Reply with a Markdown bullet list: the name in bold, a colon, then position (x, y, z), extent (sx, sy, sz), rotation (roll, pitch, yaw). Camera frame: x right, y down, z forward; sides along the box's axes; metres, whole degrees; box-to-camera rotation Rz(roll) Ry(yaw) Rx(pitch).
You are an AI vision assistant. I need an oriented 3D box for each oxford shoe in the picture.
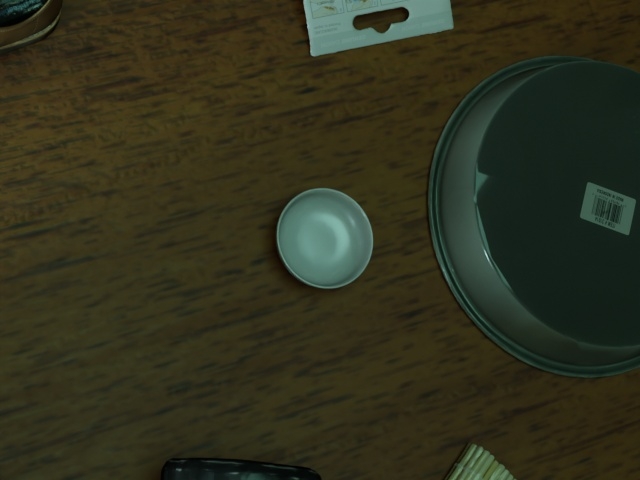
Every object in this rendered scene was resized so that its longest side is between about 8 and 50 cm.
- **oxford shoe**: position (-0.291, -0.155, 1.016), extent (0.212, 0.076, 0.076), rotation (-33, 93, -19)

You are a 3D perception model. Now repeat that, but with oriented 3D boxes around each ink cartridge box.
- **ink cartridge box**: position (0.034, -0.261, 1.174), extent (0.145, 0.045, 0.179), rotation (-14, 103, -21)

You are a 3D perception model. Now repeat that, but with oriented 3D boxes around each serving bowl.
- **serving bowl**: position (0.000, 0.000, 1.109), extent (0.083, 0.027, 0.083), rotation (3, 79, -19)

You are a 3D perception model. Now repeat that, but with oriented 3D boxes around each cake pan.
- **cake pan**: position (0.238, -0.028, 1.181), extent (0.293, 0.054, 0.293), rotation (3, 79, -18)

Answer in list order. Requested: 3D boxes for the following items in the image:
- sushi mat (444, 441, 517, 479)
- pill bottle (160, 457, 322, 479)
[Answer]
- **sushi mat**: position (0.091, 0.333, 1.082), extent (0.151, 0.019, 0.316), rotation (41, 70, -9)
- **pill bottle**: position (-0.065, 0.273, 0.984), extent (0.122, 0.123, 0.219), rotation (8, 77, -17)
